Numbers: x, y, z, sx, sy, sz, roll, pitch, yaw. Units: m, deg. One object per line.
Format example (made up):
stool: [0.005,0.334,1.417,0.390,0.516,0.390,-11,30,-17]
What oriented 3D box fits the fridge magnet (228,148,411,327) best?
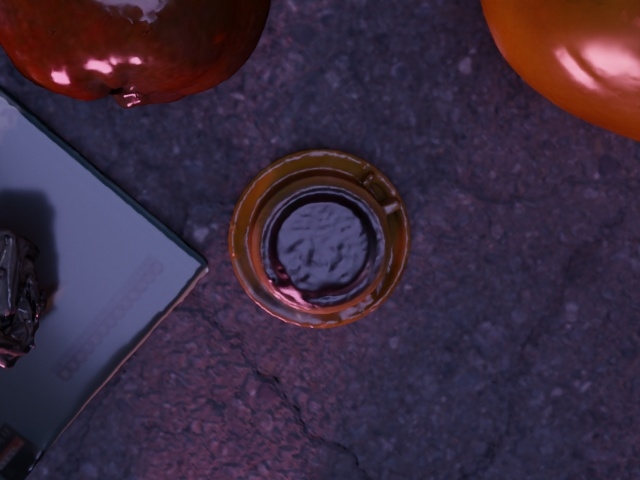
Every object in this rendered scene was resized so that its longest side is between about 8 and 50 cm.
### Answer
fridge magnet: [0.000,0.000,1.278,0.143,0.063,0.143,-1,101,-5]

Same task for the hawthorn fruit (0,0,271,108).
hawthorn fruit: [-0.141,-0.228,1.169,0.210,0.210,0.262,-6,89,0]

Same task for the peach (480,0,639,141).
peach: [0.265,-0.197,1.150,0.308,0.289,0.289,17,103,-44]

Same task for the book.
book: [-0.311,-0.007,1.286,0.379,0.031,0.264,40,99,-8]

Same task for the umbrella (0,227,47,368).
umbrella: [-0.383,0.018,1.237,0.357,0.106,0.113,8,92,4]
